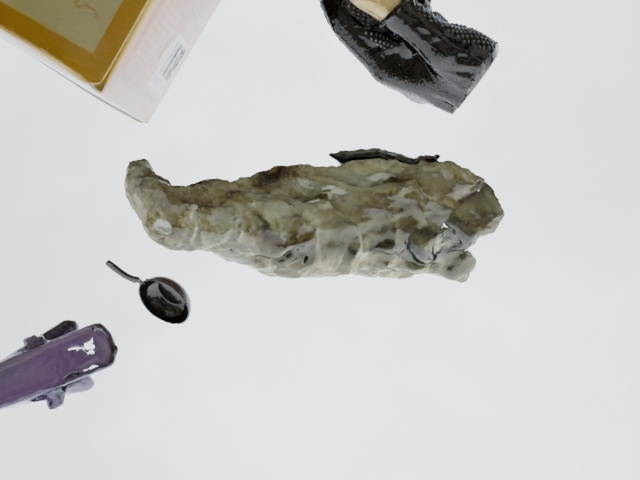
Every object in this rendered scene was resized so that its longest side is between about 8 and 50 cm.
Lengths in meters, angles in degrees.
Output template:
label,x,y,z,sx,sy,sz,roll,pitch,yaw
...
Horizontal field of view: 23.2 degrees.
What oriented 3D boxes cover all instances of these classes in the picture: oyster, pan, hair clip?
label,x,y,z,sx,sy,sz,roll,pitch,yaw
oyster,0.001,-0.002,0.842,0.199,0.106,0.061,-9,-145,-2
pan,-0.196,0.052,1.805,0.115,0.068,0.023,37,-130,-5
hair clip,-0.317,0.153,1.427,0.278,0.137,0.090,-22,-177,-10

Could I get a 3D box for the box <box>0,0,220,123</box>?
label,x,y,z,sx,sy,sz,roll,pitch,yaw
box,-0.203,-0.248,1.177,0.259,0.214,0.283,32,179,0

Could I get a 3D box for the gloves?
label,x,y,z,sx,sy,sz,roll,pitch,yaw
gloves,0.057,-0.187,1.296,0.180,0.106,0.129,35,-137,-3
